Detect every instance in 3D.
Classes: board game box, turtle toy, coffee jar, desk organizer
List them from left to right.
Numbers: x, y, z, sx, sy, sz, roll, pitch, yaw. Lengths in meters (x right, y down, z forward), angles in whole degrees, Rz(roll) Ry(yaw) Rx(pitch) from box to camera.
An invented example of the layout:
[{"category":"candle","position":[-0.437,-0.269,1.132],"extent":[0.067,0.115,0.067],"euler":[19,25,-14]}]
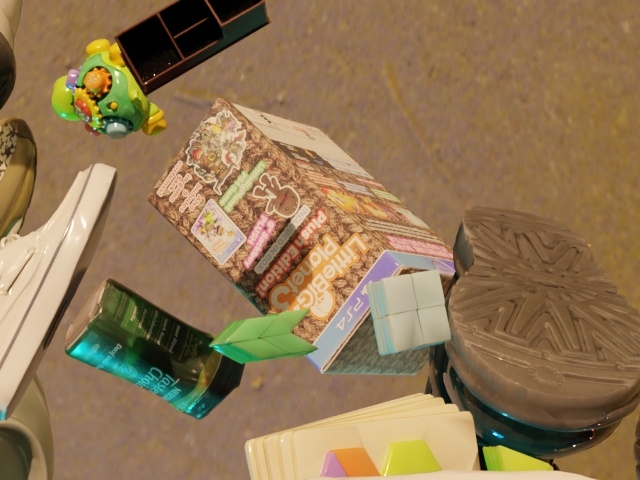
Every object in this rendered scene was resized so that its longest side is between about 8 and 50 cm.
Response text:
[{"category":"turtle toy","position":[-0.205,-0.135,1.526],"extent":[0.066,0.130,0.095],"euler":[-34,114,-26]},{"category":"coffee jar","position":[-0.177,0.121,1.763],"extent":[0.184,0.079,0.096],"euler":[29,136,-16]},{"category":"desk organizer","position":[-0.111,-0.184,1.413],"extent":[0.130,0.050,0.047],"euler":[-31,78,-5]},{"category":"board game box","position":[0.000,0.000,1.772],"extent":[0.291,0.232,0.141],"euler":[43,105,25]}]

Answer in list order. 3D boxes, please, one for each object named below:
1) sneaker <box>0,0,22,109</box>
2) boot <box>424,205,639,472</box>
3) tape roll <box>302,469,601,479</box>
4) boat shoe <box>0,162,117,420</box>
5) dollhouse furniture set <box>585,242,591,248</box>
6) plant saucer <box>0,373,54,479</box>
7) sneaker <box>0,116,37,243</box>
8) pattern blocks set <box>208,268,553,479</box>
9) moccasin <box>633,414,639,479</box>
[{"category":"sneaker","position":[-0.287,-0.123,0.999],"extent":[0.297,0.129,0.111],"euler":[-7,142,30]},{"category":"boot","position":[0.120,0.237,1.244],"extent":[0.146,0.367,0.445],"euler":[14,108,2]},{"category":"tape roll","position":[0.049,0.185,0.354],"extent":[0.286,0.100,0.286],"euler":[11,128,15]},{"category":"boat shoe","position":[-0.267,0.033,1.487],"extent":[0.084,0.258,0.095],"euler":[24,159,0]},{"category":"dollhouse furniture set","position":[0.161,0.195,1.604],"extent":[0.152,0.201,0.374],"euler":[6,106,25]},{"category":"plant saucer","position":[-0.424,0.301,1.904],"extent":[0.100,0.400,0.400],"euler":[10,123,31]},{"category":"sneaker","position":[-0.502,-0.008,1.867],"extent":[0.410,0.158,0.182],"euler":[-40,143,8]},{"category":"pattern blocks set","position":[0.038,0.186,0.927],"extent":[0.026,0.285,0.325],"euler":[-17,93,52]},{"category":"moccasin","position":[0.411,0.244,1.670],"extent":[0.147,0.139,0.380],"euler":[-22,133,-13]}]
